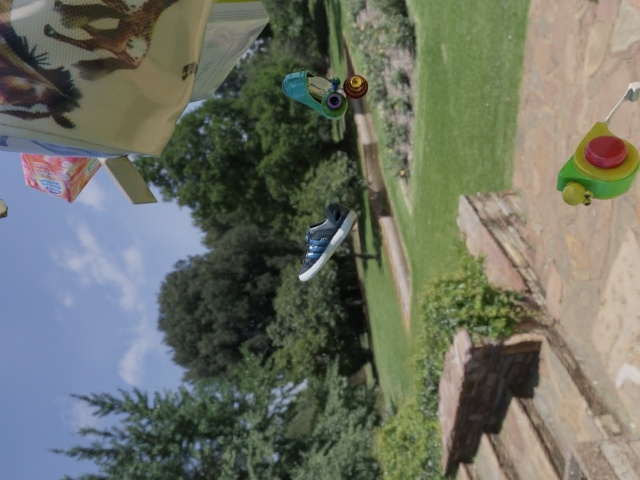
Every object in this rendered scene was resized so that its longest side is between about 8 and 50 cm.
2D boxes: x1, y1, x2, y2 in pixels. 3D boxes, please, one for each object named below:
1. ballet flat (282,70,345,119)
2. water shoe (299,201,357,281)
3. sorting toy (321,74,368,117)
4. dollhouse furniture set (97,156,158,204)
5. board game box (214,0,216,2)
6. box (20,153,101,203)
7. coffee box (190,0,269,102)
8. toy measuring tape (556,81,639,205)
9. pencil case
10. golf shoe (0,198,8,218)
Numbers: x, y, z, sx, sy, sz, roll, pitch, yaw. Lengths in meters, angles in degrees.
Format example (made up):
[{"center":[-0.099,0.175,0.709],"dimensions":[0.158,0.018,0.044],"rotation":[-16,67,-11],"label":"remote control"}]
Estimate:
[{"center":[0.013,-0.368,1.413],"dimensions":[0.247,0.087,0.083],"rotation":[9,-101,-51],"label":"ballet flat"},{"center":[0.000,0.000,1.222],"dimensions":[0.203,0.080,0.073],"rotation":[-53,-1,23],"label":"water shoe"},{"center":[0.043,-0.284,1.054],"dimensions":[0.061,0.102,0.042],"rotation":[50,178,5],"label":"sorting toy"},{"center":[-0.170,-0.099,0.496],"dimensions":[0.091,0.081,0.114],"rotation":[29,152,48],"label":"dollhouse furniture set"},{"center":[-0.190,-0.450,0.778],"dimensions":[0.142,0.144,0.275],"rotation":[-57,11,-21],"label":"board game box"},{"center":[-0.705,-0.276,1.593],"dimensions":[0.154,0.142,0.299],"rotation":[119,173,-52],"label":"box"},{"center":[-0.381,-0.497,1.172],"dimensions":[0.338,0.338,0.334],"rotation":[-30,87,50],"label":"coffee box"},{"center":[0.563,-0.175,1.040],"dimensions":[0.121,0.330,0.121],"rotation":[37,159,17],"label":"toy measuring tape"},{"center":[-0.134,-0.237,0.318],"dimensions":[0.184,0.160,0.409],"rotation":[5,-79,-55],"label":"pencil case"},{"center":[-0.507,-0.093,0.757],"dimensions":[0.198,0.077,0.093],"rotation":[39,-109,-60],"label":"golf shoe"}]
